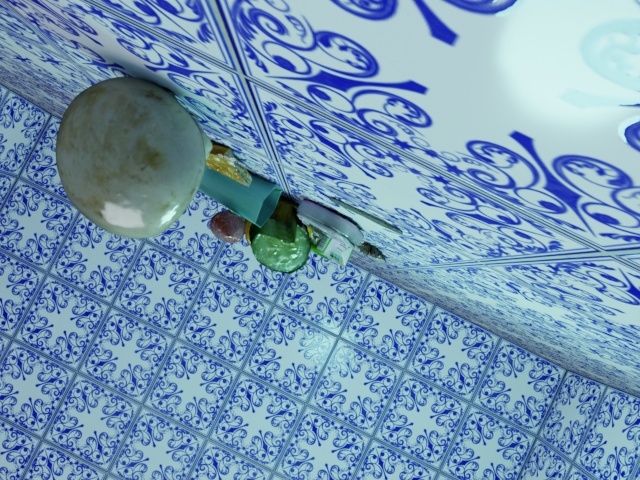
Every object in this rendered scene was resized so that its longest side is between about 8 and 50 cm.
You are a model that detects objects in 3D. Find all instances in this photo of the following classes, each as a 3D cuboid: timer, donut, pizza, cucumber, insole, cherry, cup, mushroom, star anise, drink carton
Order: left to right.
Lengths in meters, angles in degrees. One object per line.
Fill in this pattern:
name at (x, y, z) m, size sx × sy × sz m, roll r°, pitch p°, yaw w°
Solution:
mushroom at (-0.332, -0.154, 1.012) m, size 0.297 × 0.298 × 0.290 m, roll 25°, pitch -162°, yaw 21°
cherry at (-0.282, -0.052, 1.575) m, size 0.106 × 0.090 × 0.225 m, roll 19°, pitch -169°, yaw -22°
pizza at (-0.240, -0.199, 1.367) m, size 0.185 × 0.052 × 0.195 m, roll 14°, pitch 165°, yaw 40°
cup at (-0.251, -0.149, 1.561) m, size 0.235 × 0.148 × 0.134 m, roll 27°, pitch -157°, yaw 12°
donut at (-0.144, -0.042, 1.743) m, size 0.226 × 0.227 × 0.114 m, roll 28°, pitch -162°, yaw -31°
cucumber at (-0.124, 0.004, 1.641) m, size 0.191 × 0.191 × 0.130 m, roll 28°, pitch -161°, yaw -22°
drink carton at (0.000, 0.000, 2.096) m, size 0.271 × 0.108 × 0.161 m, roll 24°, pitch 174°, yaw 45°
timer at (0.029, -0.045, 1.552) m, size 0.190 × 0.069 × 0.208 m, roll 28°, pitch 178°, yaw 20°
insole at (0.109, -0.059, 1.250) m, size 0.193 × 0.006 × 0.065 m, roll 26°, pitch 177°, yaw 7°
star anise at (0.175, 0.037, 1.880) m, size 0.141 × 0.042 × 0.141 m, roll 24°, pitch 178°, yaw 1°

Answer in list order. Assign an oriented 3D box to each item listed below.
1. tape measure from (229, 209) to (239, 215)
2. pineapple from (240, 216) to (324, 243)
tape measure at (-0.332, -0.158, 2.201) m, size 0.200 × 0.106 × 0.175 m, roll 26°, pitch -179°, yaw -38°
pineapple at (-0.126, -0.069, 1.894) m, size 0.309 × 0.141 × 0.170 m, roll 20°, pitch 155°, yaw -31°
